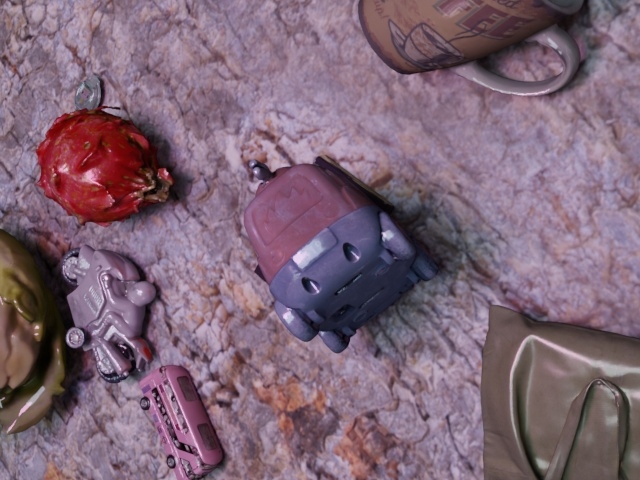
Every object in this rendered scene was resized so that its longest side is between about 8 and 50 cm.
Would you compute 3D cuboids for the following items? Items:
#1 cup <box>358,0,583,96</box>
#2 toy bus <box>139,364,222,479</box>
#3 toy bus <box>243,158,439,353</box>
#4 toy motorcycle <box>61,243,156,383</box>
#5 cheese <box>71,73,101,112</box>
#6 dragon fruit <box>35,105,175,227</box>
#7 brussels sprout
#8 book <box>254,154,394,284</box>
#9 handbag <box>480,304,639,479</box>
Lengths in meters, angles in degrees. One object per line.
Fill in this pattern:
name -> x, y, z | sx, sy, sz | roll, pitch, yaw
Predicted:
cup -> 0.211, -0.311, 1.244 | 0.257, 0.227, 0.301 | -29, 103, 43
toy bus -> -0.243, 0.314, 1.587 | 0.090, 0.063, 0.203 | -36, 70, 27
toy bus -> 0.011, 0.004, 1.287 | 0.197, 0.294, 0.231 | -41, 68, 8
toy motorcycle -> -0.371, 0.118, 1.653 | 0.171, 0.110, 0.260 | -25, 81, 18
cheese -> -0.449, -0.258, 1.750 | 0.067, 0.026, 0.120 | 40, 110, 27
dragon fruit -> -0.376, -0.121, 1.606 | 0.268, 0.210, 0.205 | 22, 118, 26
brussels sprout -> -0.675, 0.133, 1.717 | 0.361, 0.343, 0.425 | -125, 19, -55
book -> -0.001, 0.000, 1.456 | 0.157, 0.026, 0.231 | 38, 109, 28
handbag -> 0.351, 0.228, 1.175 | 0.316, 0.109, 0.253 | 8, 97, 27
